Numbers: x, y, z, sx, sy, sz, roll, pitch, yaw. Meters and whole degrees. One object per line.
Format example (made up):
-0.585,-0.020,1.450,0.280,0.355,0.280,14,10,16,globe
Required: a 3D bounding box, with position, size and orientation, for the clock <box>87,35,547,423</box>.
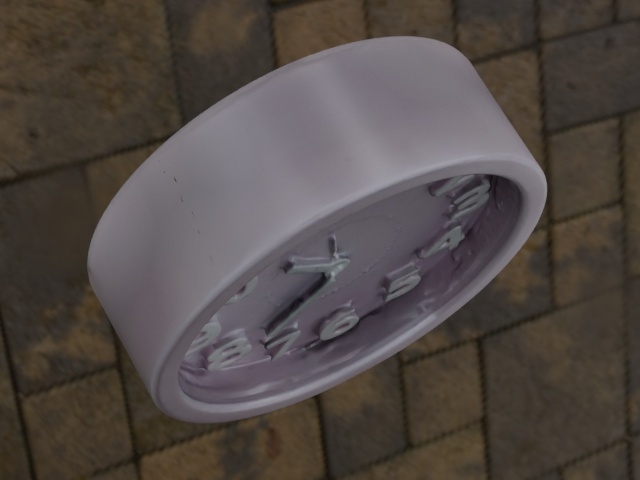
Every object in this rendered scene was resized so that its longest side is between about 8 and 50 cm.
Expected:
0.000,0.000,0.660,0.197,0.068,0.197,-26,156,-12,clock
